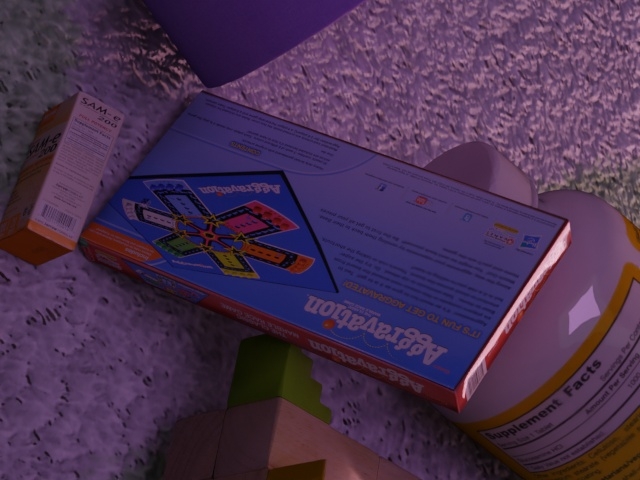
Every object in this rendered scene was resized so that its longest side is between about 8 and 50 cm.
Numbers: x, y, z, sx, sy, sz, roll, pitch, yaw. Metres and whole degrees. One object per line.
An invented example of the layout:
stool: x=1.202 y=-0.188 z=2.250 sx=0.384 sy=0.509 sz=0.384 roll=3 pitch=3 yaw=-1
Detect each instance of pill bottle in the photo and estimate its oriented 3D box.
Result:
pill bottle: x=0.189 y=0.085 z=1.280 sx=0.334 sy=0.188 sz=0.188 roll=39 pitch=63 yaw=-20

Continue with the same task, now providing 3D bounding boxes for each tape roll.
tape roll: x=0.011 y=-0.214 z=1.174 sx=0.275 sy=0.275 sz=0.090 roll=-43 pitch=104 yaw=-31

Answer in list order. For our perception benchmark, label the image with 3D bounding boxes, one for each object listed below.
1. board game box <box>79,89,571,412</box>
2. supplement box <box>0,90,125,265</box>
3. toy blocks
board game box: x=0.000 y=0.000 z=1.153 sx=0.145 sy=0.281 sz=0.027 roll=-52 pitch=149 yaw=-29
supplement box: x=-0.166 y=-0.039 z=1.156 sx=0.036 sy=0.062 sz=0.098 roll=28 pitch=66 yaw=-23
toy blocks: x=0.004 y=0.286 z=1.149 sx=0.261 sy=0.190 sz=0.381 roll=34 pitch=54 yaw=-37
